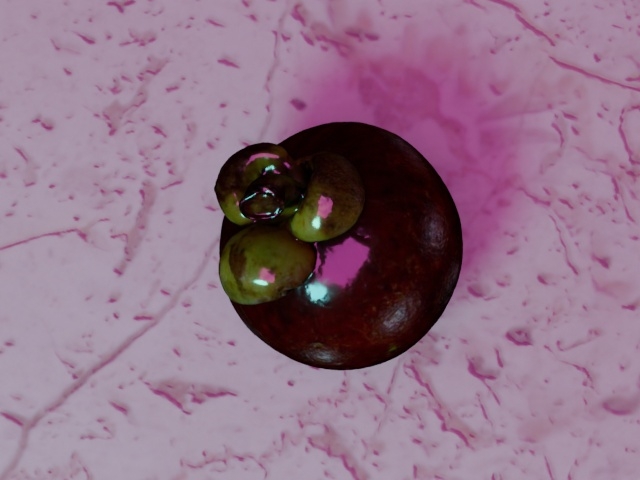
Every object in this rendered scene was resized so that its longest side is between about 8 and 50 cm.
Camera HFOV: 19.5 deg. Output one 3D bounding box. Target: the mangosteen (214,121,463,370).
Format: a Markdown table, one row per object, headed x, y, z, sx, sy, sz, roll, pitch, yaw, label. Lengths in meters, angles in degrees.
| x | y | z | sx | sy | sz | roll | pitch | yaw | label |
| --- | --- | --- | --- | --- | --- | --- | --- | --- | --- |
| 0.000 | 0.000 | 1.569 | 0.215 | 0.257 | 0.215 | -6 | 78 | 29 | mangosteen |
